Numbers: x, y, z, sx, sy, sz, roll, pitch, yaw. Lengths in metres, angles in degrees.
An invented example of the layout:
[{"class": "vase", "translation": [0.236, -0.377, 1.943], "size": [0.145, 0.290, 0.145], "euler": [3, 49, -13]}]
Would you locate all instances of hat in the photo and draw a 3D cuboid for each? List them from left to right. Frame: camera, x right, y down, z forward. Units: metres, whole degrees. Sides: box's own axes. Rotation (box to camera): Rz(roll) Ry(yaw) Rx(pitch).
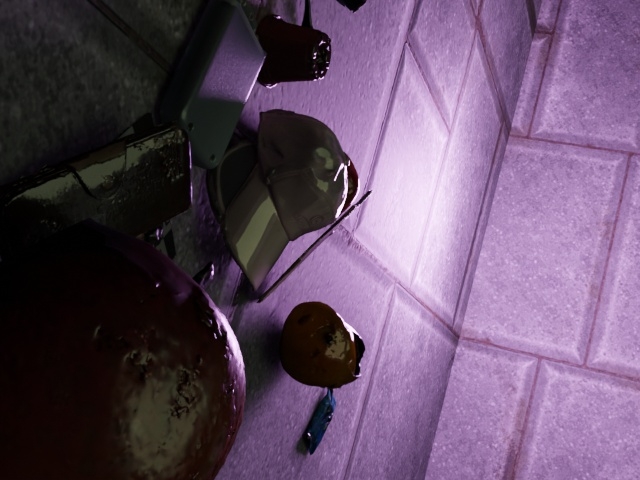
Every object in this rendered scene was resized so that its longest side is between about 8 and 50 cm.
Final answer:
[{"class": "hat", "translation": [-0.055, -0.059, 1.237], "size": [0.275, 0.161, 0.232], "euler": [-63, 150, -25]}]

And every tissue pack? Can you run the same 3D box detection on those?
[{"class": "tissue pack", "translation": [0.005, 0.383, 1.791], "size": [0.138, 0.028, 0.085], "euler": [-59, 152, -33]}]

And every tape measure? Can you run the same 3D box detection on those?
[{"class": "tape measure", "translation": [0.001, -0.383, 1.368], "size": [0.180, 0.104, 0.107], "euler": [-52, -163, 28]}]

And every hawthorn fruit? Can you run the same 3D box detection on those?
[{"class": "hawthorn fruit", "translation": [-0.220, 0.132, 0.755], "size": [0.316, 0.316, 0.316], "euler": [12, 90, -69]}, {"class": "hawthorn fruit", "translation": [0.009, -0.100, 1.416], "size": [0.140, 0.125, 0.125], "euler": [-28, 126, -71]}]

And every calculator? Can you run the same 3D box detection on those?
[{"class": "calculator", "translation": [-0.137, -0.207, 1.094], "size": [0.141, 0.045, 0.246], "euler": [58, 48, -61]}]

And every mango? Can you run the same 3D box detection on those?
[{"class": "mango", "translation": [0.000, 0.195, 1.526], "size": [0.249, 0.151, 0.156], "euler": [59, 6, -71]}]

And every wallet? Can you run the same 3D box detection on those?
[{"class": "wallet", "translation": [-0.229, -0.038, 0.880], "size": [0.232, 0.031, 0.122], "euler": [-31, 135, -37]}]

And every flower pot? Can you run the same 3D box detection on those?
[{"class": "flower pot", "translation": [-0.037, -0.277, 1.249], "size": [0.111, 0.089, 0.111], "euler": [12, 90, -69]}]

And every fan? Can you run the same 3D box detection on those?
[{"class": "fan", "translation": [0.001, 0.001, 1.392], "size": [0.335, 0.011, 0.229], "euler": [-45, 179, -40]}]

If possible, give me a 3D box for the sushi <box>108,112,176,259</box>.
[{"class": "sushi", "translation": [-0.215, -0.014, 0.994], "size": [0.192, 0.050, 0.215], "euler": [-53, 148, -47]}]
